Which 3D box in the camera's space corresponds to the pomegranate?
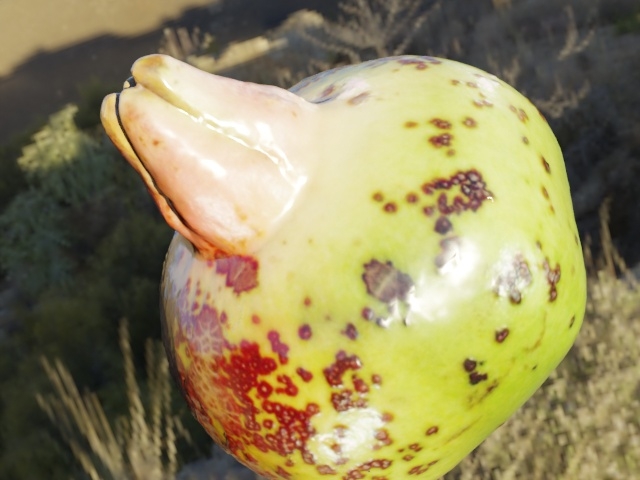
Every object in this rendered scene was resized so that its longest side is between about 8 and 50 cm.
[{"bbox_3d":[0.000,0.000,0.597,0.214,0.248,0.214,-29,43,31],"label":"pomegranate"}]
